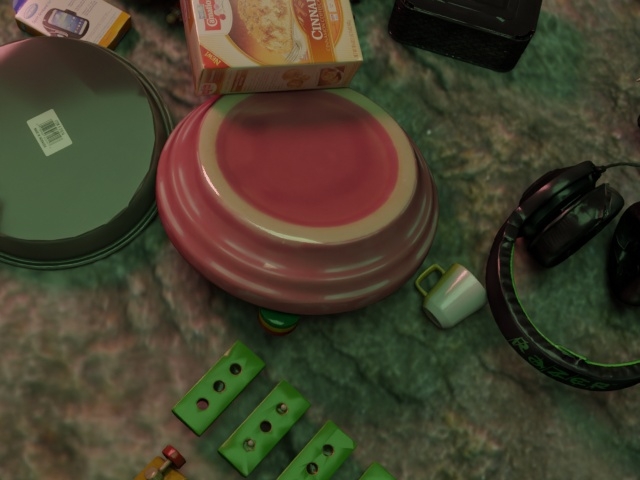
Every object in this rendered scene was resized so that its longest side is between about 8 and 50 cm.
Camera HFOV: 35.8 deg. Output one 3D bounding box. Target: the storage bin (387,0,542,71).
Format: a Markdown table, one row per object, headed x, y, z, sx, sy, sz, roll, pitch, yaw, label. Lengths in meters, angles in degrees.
| x | y | z | sx | sy | sz | roll | pitch | yaw | label |
| --- | --- | --- | --- | --- | --- | --- | --- | --- | --- |
| 0.190 | -0.310 | 1.293 | 0.180 | 0.084 | 0.122 | 17 | 70 | -2 | storage bin |

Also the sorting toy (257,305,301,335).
| x | y | z | sx | sy | sz | roll | pitch | yaw | label |
| --- | --- | --- | --- | --- | --- | --- | --- | --- | --- |
| 0.000 | 0.000 | 1.167 | 0.132 | 0.046 | 0.274 | 42 | 56 | 17 | sorting toy |

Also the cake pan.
| x | y | z | sx | sy | sz | roll | pitch | yaw | label |
| --- | --- | --- | --- | --- | --- | --- | --- | --- | --- |
| -0.317 | -0.114 | 1.162 | 0.293 | 0.054 | 0.293 | 2 | 76 | -7 | cake pan |

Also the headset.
| x | y | z | sx | sy | sz | roll | pitch | yaw | label |
| --- | --- | --- | --- | --- | --- | --- | --- | --- | --- |
| 0.350 | -0.021 | 1.154 | 0.243 | 0.185 | 0.394 | 26 | 62 | 3 | headset |

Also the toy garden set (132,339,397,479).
| x | y | z | sx | sy | sz | roll | pitch | yaw | label |
| --- | --- | --- | --- | --- | --- | --- | --- | --- | --- |
| -0.069 | 0.265 | 1.077 | 0.244 | 0.049 | 0.204 | 41 | 69 | 7 | toy garden set |

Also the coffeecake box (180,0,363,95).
| x | y | z | sx | sy | sz | roll | pitch | yaw | label |
| --- | --- | --- | --- | --- | --- | --- | --- | --- | --- |
| -0.060 | -0.248 | 1.140 | 0.185 | 0.068 | 0.142 | -6 | 72 | -17 | coffeecake box |

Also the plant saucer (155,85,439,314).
| x | y | z | sx | sy | sz | roll | pitch | yaw | label |
| --- | --- | --- | --- | --- | --- | --- | --- | --- | --- |
| -0.020 | -0.073 | 1.135 | 0.332 | 0.084 | 0.332 | 6 | 53 | -8 | plant saucer |

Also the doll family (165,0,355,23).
| x | y | z | sx | sy | sz | roll | pitch | yaw | label |
| --- | --- | --- | --- | --- | --- | --- | --- | --- | --- |
| -0.065 | -0.318 | 1.245 | 0.263 | 0.118 | 0.163 | -8 | 71 | -10 | doll family |

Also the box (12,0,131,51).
| x | y | z | sx | sy | sz | roll | pitch | yaw | label |
| --- | --- | --- | --- | --- | --- | --- | --- | --- | --- |
| -0.318 | -0.280 | 1.251 | 0.136 | 0.028 | 0.081 | 29 | 71 | 6 | box |

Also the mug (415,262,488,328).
| x | y | z | sx | sy | sz | roll | pitch | yaw | label |
| --- | --- | --- | --- | --- | --- | --- | --- | --- | --- |
| 0.152 | 0.069 | 1.174 | 0.064 | 0.078 | 0.062 | -41 | 112 | -9 | mug |
